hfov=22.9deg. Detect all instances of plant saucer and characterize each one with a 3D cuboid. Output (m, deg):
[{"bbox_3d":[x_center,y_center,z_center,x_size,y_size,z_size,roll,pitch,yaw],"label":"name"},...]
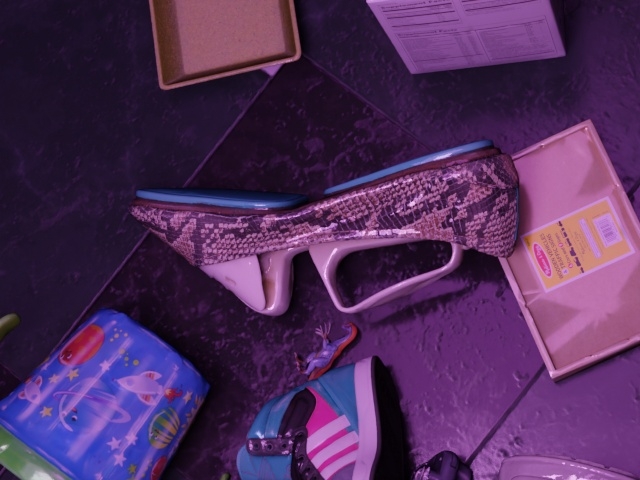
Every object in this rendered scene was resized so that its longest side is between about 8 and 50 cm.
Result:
[{"bbox_3d":[-0.121,-0.292,2.018,0.188,0.045,0.188,-11,76,12],"label":"plant saucer"}]

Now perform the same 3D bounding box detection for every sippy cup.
[{"bbox_3d":[-0.256,0.209,1.860,0.224,0.305,0.240,-52,27,-12],"label":"sippy cup"}]

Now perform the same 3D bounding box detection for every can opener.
[{"bbox_3d":[0.119,0.323,1.782,0.073,0.059,0.186,29,65,-9],"label":"can opener"}]

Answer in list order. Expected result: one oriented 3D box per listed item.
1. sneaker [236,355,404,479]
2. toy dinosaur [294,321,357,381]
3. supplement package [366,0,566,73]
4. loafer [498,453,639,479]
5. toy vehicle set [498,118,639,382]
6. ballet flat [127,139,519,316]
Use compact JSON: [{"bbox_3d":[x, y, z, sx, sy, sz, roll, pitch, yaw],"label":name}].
[{"bbox_3d":[-0.006,0.268,1.787,0.178,0.124,0.295,-18,39,17],"label":"sneaker"},{"bbox_3d":[0.010,0.134,1.904,0.082,0.047,0.090,-17,107,1],"label":"toy dinosaur"},{"bbox_3d":[0.171,-0.335,1.838,0.198,0.263,0.199,-5,77,13],"label":"supplement package"},{"bbox_3d":[0.341,0.318,1.728,0.319,0.112,0.111,16,74,17],"label":"loafer"},{"bbox_3d":[0.295,0.010,1.848,0.166,0.035,0.267,-24,73,8],"label":"toy vehicle set"},{"bbox_3d":[0.000,0.000,1.863,0.483,0.164,0.182,-7,92,18],"label":"ballet flat"}]
